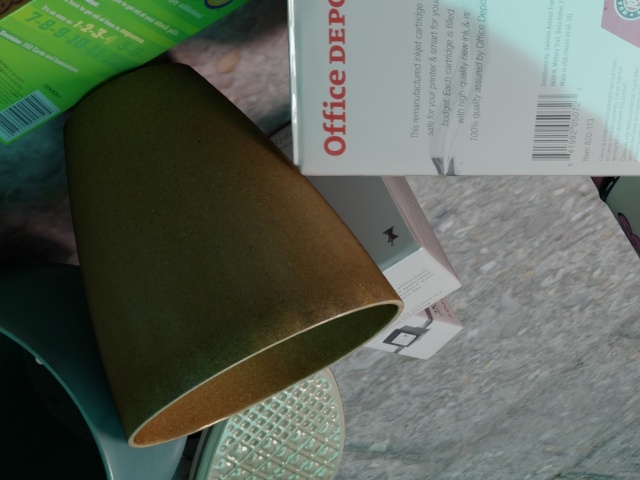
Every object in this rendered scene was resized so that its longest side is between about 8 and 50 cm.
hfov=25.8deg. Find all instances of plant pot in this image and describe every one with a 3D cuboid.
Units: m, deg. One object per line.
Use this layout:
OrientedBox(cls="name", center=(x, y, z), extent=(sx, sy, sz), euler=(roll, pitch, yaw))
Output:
OrientedBox(cls="plant pot", center=(-0.098, -0.003, 1.100), extent=(0.237, 0.254, 0.237), euler=(-27, 168, -6))
OrientedBox(cls="plant pot", center=(-0.248, 0.152, 1.228), extent=(0.293, 0.293, 0.235), euler=(-45, 177, 29))

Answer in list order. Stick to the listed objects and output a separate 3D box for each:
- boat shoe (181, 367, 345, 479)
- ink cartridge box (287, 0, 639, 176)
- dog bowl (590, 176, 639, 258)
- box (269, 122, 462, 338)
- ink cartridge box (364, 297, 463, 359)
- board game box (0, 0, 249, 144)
OrientedBox(cls="boat shoe", center=(-0.087, 0.295, 1.707), extent=(0.186, 0.156, 0.500), euler=(-9, 135, -18))
OrientedBox(cls="ink cartridge box", center=(0.120, -0.160, 1.041), extent=(0.283, 0.117, 0.207), euler=(0, 130, 1))
OrientedBox(cls="dog bowl", center=(0.407, -0.143, 1.271), extent=(0.408, 0.150, 0.408), euler=(-40, 167, -11))
OrientedBox(cls="box", center=(0.000, 0.000, 1.273), extent=(0.181, 0.182, 0.119), euler=(-32, 152, 11))
OrientedBox(cls="ink cartridge box", center=(0.068, 0.060, 1.489), extent=(0.063, 0.109, 0.150), euler=(-45, 145, 23))
OrientedBox(cls="board game box", center=(-0.160, -0.170, 1.034), extent=(0.259, 0.039, 0.124), euler=(-27, 151, 8))
